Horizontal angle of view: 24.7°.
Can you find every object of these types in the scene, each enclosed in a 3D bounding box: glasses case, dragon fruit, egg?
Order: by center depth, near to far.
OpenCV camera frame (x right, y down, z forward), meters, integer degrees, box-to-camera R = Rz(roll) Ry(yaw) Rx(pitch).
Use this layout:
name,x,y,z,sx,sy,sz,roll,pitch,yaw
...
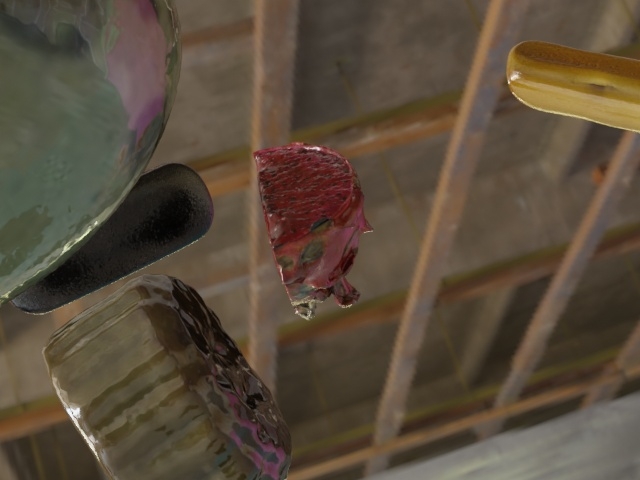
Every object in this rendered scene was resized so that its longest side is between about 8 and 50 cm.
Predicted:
name,x,y,z,sx,sy,sz,roll,pitch,yaw
egg,-0.296,-0.096,0.883,0.428,0.345,0.345,-12,-23,-5
dragon fruit,0.000,0.000,1.894,0.134,0.262,0.211,-11,-55,-3
glasses case,-0.299,-0.005,2.040,0.321,0.122,0.082,-27,7,-19

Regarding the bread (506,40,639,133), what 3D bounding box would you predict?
name,x,y,z,sx,sy,sz,roll,pitch,yaw
bread,0.326,-0.166,1.637,0.239,0.092,0.074,15,-46,21

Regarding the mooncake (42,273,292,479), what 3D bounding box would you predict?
name,x,y,z,sx,sy,sz,roll,pitch,yaw
mooncake,-0.153,0.179,1.568,0.161,0.290,0.290,-35,-24,3
